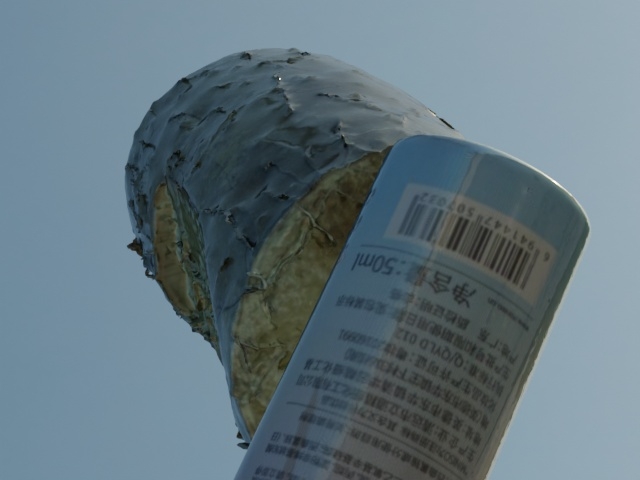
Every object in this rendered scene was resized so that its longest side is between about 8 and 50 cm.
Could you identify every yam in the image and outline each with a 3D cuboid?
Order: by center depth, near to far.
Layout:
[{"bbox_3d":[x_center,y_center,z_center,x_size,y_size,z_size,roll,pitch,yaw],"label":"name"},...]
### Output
[{"bbox_3d":[0.000,0.000,0.832,0.154,0.254,0.154,-4,-71,-12],"label":"yam"}]

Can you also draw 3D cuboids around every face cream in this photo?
[{"bbox_3d":[0.010,0.081,0.602,0.075,0.075,0.229,48,-118,-49],"label":"face cream"}]
